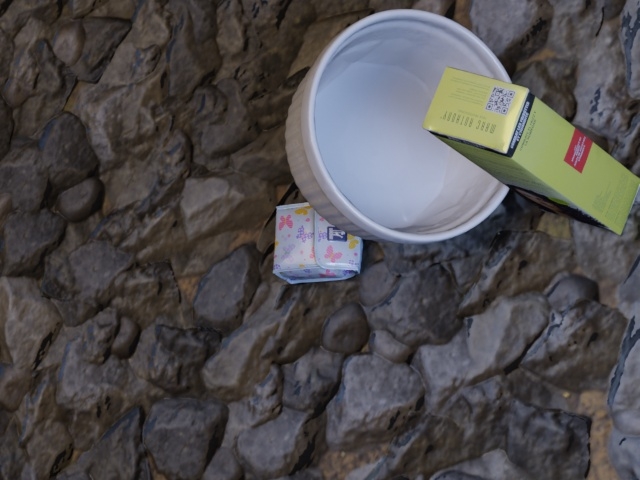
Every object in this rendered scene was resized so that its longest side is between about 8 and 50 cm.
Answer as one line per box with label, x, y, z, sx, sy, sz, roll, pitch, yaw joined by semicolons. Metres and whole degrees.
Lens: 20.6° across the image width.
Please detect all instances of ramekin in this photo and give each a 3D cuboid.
ramekin;0.066;-0.095;1.575;0.109;0.207;0.207;161;123;-67

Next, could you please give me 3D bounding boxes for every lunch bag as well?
lunch bag;0.000;0.000;1.673;0.083;0.053;0.071;-4;72;23

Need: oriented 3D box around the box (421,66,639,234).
box;0.181;-0.071;1.467;0.087;0.232;0.058;19;84;37
